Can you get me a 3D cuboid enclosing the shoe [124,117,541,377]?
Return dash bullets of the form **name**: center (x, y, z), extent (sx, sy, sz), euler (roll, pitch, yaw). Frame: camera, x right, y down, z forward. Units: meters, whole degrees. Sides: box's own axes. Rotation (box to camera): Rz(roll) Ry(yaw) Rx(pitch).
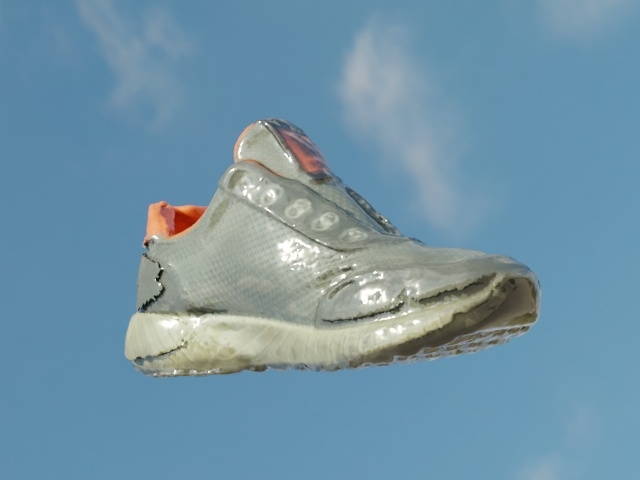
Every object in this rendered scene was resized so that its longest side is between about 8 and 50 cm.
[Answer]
- **shoe**: center (0.000, 0.000, 1.127), extent (0.132, 0.336, 0.171), euler (-3, -93, -48)
